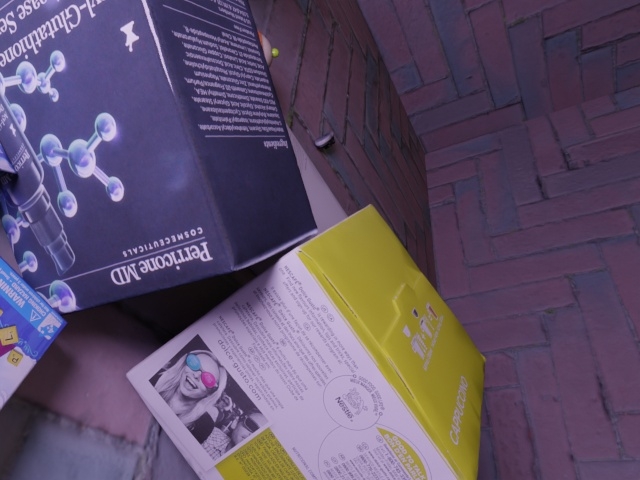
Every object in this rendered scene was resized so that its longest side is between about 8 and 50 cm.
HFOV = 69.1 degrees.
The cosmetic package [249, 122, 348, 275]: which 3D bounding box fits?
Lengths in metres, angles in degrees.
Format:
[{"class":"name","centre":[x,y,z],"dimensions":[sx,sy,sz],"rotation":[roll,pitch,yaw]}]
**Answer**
[{"class":"cosmetic package","centre":[-0.091,-0.063,0.909],"dimensions":[0.366,0.196,0.155],"rotation":[52,33,-39]}]

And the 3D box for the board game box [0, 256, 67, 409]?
[{"class":"board game box","centre":[-0.384,0.068,0.316],"dimensions":[0.319,0.065,0.318],"rotation":[61,22,-29]}]

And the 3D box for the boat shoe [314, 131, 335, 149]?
[{"class":"boat shoe","centre":[0.020,-0.312,1.470],"dimensions":[0.040,0.049,0.142],"rotation":[68,23,-17]}]

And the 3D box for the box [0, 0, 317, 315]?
[{"class":"box","centre":[-0.221,-0.143,0.550],"dimensions":[0.212,0.293,0.396],"rotation":[-29,103,-65]}]

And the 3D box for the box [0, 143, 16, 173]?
[{"class":"box","centre":[-0.376,-0.141,0.438],"dimensions":[0.178,0.042,0.109],"rotation":[63,1,-1]}]

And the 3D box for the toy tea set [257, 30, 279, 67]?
[{"class":"toy tea set","centre":[-0.135,-0.349,0.954],"dimensions":[0.200,0.124,0.337],"rotation":[103,-21,-67]}]

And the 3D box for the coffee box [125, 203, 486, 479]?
[{"class":"coffee box","centre":[0.011,0.191,0.703],"dimensions":[0.338,0.334,0.337],"rotation":[54,25,2]}]
